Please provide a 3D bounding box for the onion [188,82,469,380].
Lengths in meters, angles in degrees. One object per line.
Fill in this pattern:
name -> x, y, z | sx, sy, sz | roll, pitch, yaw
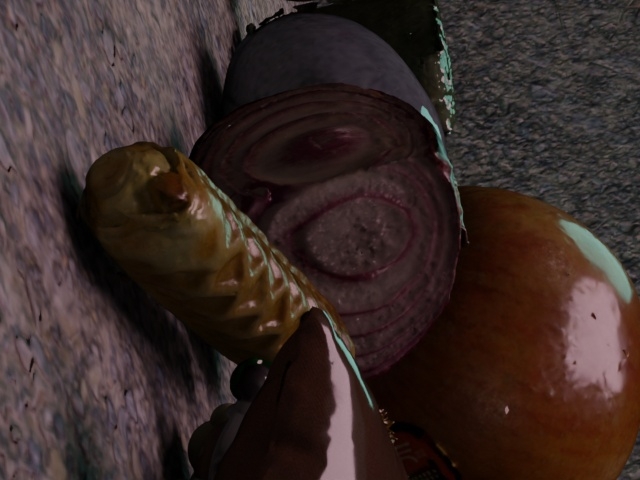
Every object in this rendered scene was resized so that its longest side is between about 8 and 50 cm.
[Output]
onion -> -0.001, -0.002, 1.308 | 0.207, 0.216, 0.206 | -108, -172, -61

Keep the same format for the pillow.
pillow -> -0.014, 0.244, 0.842 | 0.305, 0.108, 0.308 | 71, 30, -46

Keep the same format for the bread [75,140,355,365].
bread -> -0.053, 0.030, 1.052 | 0.367, 0.084, 0.077 | 52, 49, -65

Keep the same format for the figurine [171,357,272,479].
figurine -> -0.045, 0.146, 1.028 | 0.197, 0.093, 0.147 | 85, 13, -81

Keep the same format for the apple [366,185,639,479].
apple -> 0.161, 0.148, 1.760 | 0.333, 0.400, 0.400 | 38, 22, -20

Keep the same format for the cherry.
cherry -> 0.012, -0.084, 1.610 | 0.255, 0.218, 0.296 | 42, 24, -76

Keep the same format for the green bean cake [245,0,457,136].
green bean cake -> 0.029, -0.192, 1.885 | 0.255, 0.241, 0.132 | -93, 169, -62

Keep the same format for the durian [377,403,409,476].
durian -> 0.013, 0.205, 1.472 | 0.158, 0.137, 0.168 | 51, 2, 33
